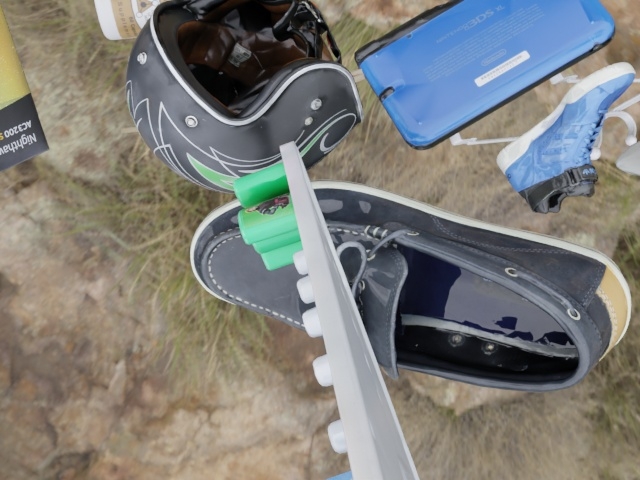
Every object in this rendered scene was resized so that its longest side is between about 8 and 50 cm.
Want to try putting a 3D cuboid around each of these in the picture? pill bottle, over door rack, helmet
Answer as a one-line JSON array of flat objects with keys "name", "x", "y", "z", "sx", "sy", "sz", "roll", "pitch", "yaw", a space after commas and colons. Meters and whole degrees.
[{"name": "pill bottle", "x": -0.193, "y": -0.356, "z": 1.434, "sx": 0.229, "sy": 0.131, "sz": 0.131, "roll": -7, "pitch": 109, "yaw": -1}, {"name": "over door rack", "x": 0.388, "y": -0.181, "z": 1.615, "sx": 0.324, "sy": 0.108, "sz": 0.239, "roll": 5, "pitch": 157, "yaw": -35}, {"name": "helmet", "x": -0.063, "y": -0.115, "z": 0.789, "sx": 0.162, "sy": 0.169, "sz": 0.169, "roll": -24, "pitch": 106, "yaw": 0}]

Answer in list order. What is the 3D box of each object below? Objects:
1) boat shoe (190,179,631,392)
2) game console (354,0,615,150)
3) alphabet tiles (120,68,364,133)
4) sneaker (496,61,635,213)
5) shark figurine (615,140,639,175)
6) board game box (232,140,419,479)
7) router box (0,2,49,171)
[{"name": "boat shoe", "x": 0.075, "y": 0.053, "z": 1.122, "sx": 0.500, "sy": 0.156, "sz": 0.186, "roll": 11, "pitch": 121, "yaw": 18}, {"name": "game console", "x": 0.207, "y": -0.247, "z": 1.370, "sx": 0.293, "sy": 0.173, "sz": 0.250, "roll": -30, "pitch": 62, "yaw": 4}, {"name": "alphabet tiles", "x": -0.075, "y": -0.154, "z": 1.128, "sx": 0.237, "sy": 0.198, "sz": 0.009, "roll": 0, "pitch": 110, "yaw": 47}, {"name": "sneaker", "x": 0.236, "y": -0.084, "z": 0.928, "sx": 0.152, "sy": 0.058, "sz": 0.084, "roll": -41, "pitch": 67, "yaw": 28}, {"name": "shark figurine", "x": 0.482, "y": -0.187, "z": 1.280, "sx": 0.166, "sy": 0.116, "sz": 0.278, "roll": 22, "pitch": 68, "yaw": -4}, {"name": "board game box", "x": 0.043, "y": 0.187, "z": 0.585, "sx": 0.050, "sy": 0.390, "sz": 0.389, "roll": -20, "pitch": 117, "yaw": 2}, {"name": "router box", "x": -0.439, "y": -0.145, "z": 0.994, "sx": 0.081, "sy": 0.309, "sz": 0.242, "roll": 7, "pitch": 120, "yaw": 41}]
